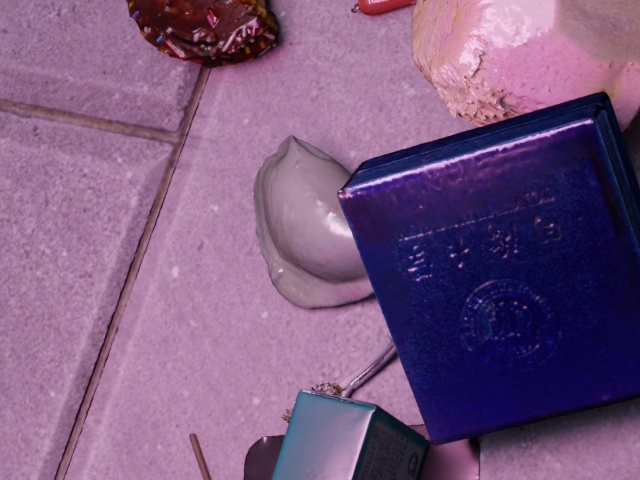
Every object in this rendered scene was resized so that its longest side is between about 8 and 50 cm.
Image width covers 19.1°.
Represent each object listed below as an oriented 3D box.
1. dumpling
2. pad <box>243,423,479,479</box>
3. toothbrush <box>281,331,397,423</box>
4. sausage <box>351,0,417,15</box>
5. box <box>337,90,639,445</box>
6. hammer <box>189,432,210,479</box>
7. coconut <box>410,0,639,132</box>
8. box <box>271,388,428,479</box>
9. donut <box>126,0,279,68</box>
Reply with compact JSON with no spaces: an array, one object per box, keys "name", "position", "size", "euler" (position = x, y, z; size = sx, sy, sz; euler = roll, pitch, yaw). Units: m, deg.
[{"name":"dumpling","position":[0.009,-0.008,2.040],"size":[0.105,0.149,0.216],"euler":[-32,59,-33]},{"name":"pad","position":[0.037,0.281,1.963],"size":[0.267,0.004,0.181],"euler":[-6,69,23]},{"name":"toothbrush","position":[0.126,0.066,1.982],"size":[0.413,0.042,0.035],"euler":[-39,60,5]},{"name":"sausage","position":[0.148,-0.292,2.103],"size":[0.253,0.034,0.034],"euler":[-16,65,19]},{"name":"box","position":[0.190,0.030,1.835],"size":[0.261,0.116,0.279],"euler":[-16,103,22]},{"name":"hammer","position":[-0.122,0.254,2.044],"size":[0.035,0.019,0.110],"euler":[-30,56,13]},{"name":"coconut","position":[0.231,-0.200,1.918],"size":[0.233,0.245,0.233],"euler":[-48,31,42]},{"name":"box","position":[0.010,0.286,1.883],"size":[0.092,0.153,0.245],"euler":[10,75,28]},{"name":"donut","position":[-0.115,-0.300,2.197],"size":[0.216,0.096,0.230],"euler":[-5,70,26]}]
